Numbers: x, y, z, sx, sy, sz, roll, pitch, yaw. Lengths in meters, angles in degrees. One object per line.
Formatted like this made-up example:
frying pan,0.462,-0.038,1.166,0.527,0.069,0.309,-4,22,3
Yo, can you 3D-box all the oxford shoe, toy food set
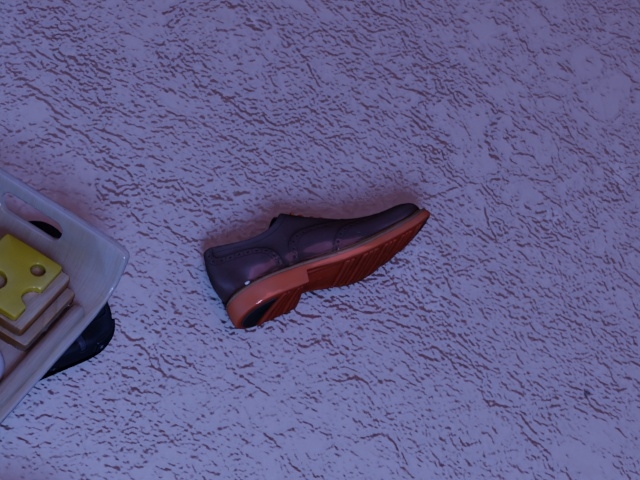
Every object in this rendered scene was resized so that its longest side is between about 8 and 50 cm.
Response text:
oxford shoe,0.000,0.000,1.944,0.271,0.097,0.098,-22,69,-32
toy food set,-0.348,0.051,1.684,0.219,0.092,0.306,31,49,9

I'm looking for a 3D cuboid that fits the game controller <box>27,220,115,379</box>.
game controller,-0.361,0.085,1.759,0.319,0.067,0.166,-22,61,-33
